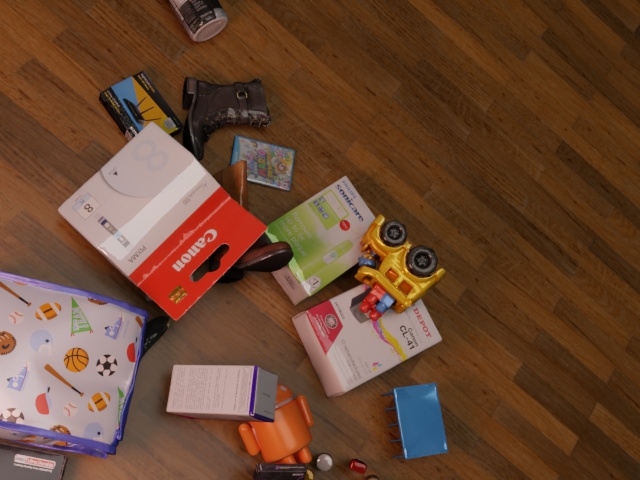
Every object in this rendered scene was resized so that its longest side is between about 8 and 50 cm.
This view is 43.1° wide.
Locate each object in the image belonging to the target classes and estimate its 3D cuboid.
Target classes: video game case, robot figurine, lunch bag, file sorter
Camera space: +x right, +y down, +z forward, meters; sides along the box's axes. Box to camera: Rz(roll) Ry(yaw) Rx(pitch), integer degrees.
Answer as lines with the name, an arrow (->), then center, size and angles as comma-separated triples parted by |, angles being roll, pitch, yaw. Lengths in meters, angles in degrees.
video game case -> -0.154, -0.203, 2.139 | 0.166, 0.015, 0.119 | 13, 70, -16
robot figurine -> -0.102, 0.431, 1.897 | 0.158, 0.128, 0.220 | -26, 83, 5
lunch bag -> -0.582, 0.266, 1.713 | 0.385, 0.239, 0.328 | 12, 68, -9
file sorter -> 0.229, 0.453, 2.027 | 0.118, 0.104, 0.170 | -3, 75, -22

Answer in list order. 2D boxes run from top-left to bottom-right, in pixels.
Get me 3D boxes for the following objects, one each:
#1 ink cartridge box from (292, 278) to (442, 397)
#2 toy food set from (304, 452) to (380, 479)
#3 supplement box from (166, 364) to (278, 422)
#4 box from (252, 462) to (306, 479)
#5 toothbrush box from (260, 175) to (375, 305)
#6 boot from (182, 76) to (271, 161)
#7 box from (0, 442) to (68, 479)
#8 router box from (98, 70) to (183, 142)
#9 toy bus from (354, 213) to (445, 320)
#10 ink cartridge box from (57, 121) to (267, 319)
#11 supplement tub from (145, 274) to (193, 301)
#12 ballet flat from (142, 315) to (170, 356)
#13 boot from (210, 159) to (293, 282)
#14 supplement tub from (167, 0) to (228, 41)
ink cartridge box -> 0.116, 0.227, 2.042 | 0.306, 0.131, 0.226 | -24, 82, -24
toy food set -> 0.063, 0.578, 1.949 | 0.232, 0.104, 0.111 | 18, 81, 5
supplement box -> -0.220, 0.345, 1.827 | 0.219, 0.111, 0.114 | -4, 69, 21
box -> -0.105, 0.574, 1.847 | 0.116, 0.162, 0.029 | 5, 28, -18
toothbrush box -> 0.000, 0.000, 2.075 | 0.283, 0.122, 0.206 | -33, 87, -27
boot -> -0.238, -0.317, 2.101 | 0.228, 0.091, 0.263 | 3, 70, -19
box -> -0.704, 0.561, 1.664 | 0.295, 0.073, 0.294 | 17, 69, -16
router box -> -0.453, -0.323, 2.047 | 0.133, 0.046, 0.179 | -35, 88, -26
toy bus -> 0.158, 0.080, 1.971 | 0.220, 0.149, 0.211 | 43, 77, 6
ink cartridge box -> -0.364, -0.052, 1.865 | 0.385, 0.091, 0.308 | 39, 75, 21
supplement tub -> -0.361, 0.111, 1.932 | 0.107, 0.071, 0.071 | 3, 73, -20
ballet flat -> -0.415, 0.243, 1.893 | 0.057, 0.049, 0.173 | 21, 57, 36
boot -> -0.173, -0.056, 1.963 | 0.096, 0.264, 0.281 | 9, 70, -39
supplement tub -> -0.338, -0.635, 2.148 | 0.117, 0.117, 0.190 | -29, 85, -26
